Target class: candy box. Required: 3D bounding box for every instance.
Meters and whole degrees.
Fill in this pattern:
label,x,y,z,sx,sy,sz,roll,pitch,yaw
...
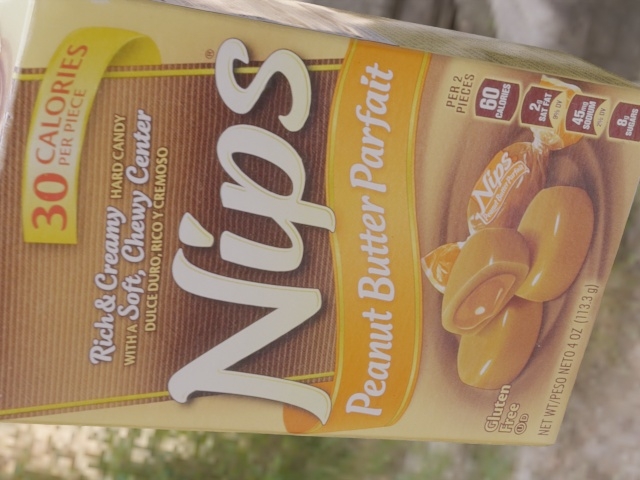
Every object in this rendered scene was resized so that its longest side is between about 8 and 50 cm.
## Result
label,x,y,z,sx,sy,sz,roll,pitch,yaw
candy box,-0.013,-0.011,0.776,0.087,0.316,0.183,36,115,55
